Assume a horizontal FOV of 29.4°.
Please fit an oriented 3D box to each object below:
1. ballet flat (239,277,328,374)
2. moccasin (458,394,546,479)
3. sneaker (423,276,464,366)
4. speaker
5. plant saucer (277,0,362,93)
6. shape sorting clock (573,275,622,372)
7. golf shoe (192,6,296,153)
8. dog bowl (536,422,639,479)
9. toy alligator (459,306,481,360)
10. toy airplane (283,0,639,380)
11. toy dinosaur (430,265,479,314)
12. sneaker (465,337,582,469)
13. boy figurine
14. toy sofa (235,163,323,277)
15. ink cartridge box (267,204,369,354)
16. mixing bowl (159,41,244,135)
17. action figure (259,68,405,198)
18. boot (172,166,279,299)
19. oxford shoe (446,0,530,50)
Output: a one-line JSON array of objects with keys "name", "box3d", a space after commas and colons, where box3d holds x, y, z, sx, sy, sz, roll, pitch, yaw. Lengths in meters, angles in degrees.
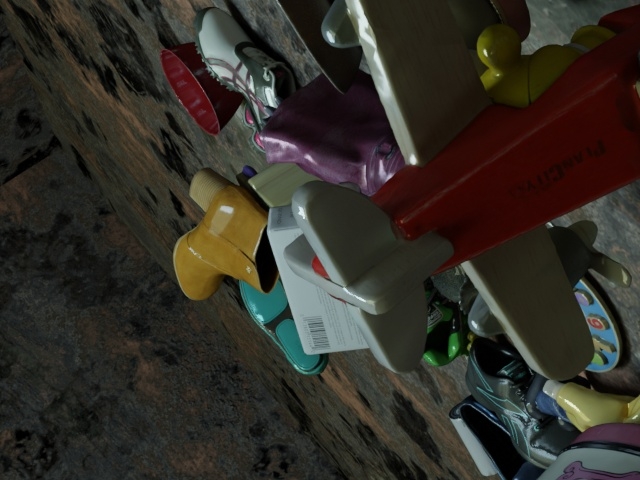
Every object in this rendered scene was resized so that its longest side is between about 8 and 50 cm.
[{"name": "ballet flat", "box3d": [-0.066, 0.147, 2.215, 0.247, 0.083, 0.087, 55, -179, 22]}, {"name": "moccasin", "box3d": [0.325, 0.377, 1.888, 0.342, 0.117, 0.137, 50, 130, 36]}, {"name": "sneaker", "box3d": [0.143, 0.048, 1.797, 0.343, 0.134, 0.146, 60, 180, -40]}, {"name": "speaker", "box3d": [0.286, 0.359, 2.207, 0.136, 0.055, 0.055, 60, 163, -19]}, {"name": "plant saucer", "box3d": [-0.030, -0.315, 1.408, 0.310, 0.050, 0.310, 57, -169, -17]}, {"name": "shape sorting clock", "box3d": [0.315, 0.091, 1.609, 0.206, 0.040, 0.206, 49, 163, 20]}, {"name": "golf shoe", "box3d": [-0.103, -0.278, 2.003, 0.120, 0.105, 0.272, -31, 92, 47]}, {"name": "dog bowl", "box3d": [0.432, 0.371, 1.456, 0.408, 0.150, 0.408, 29, 157, 14]}, {"name": "toy alligator", "box3d": [0.228, 0.165, 1.981, 0.056, 0.051, 0.189, 46, 162, 28]}, {"name": "toy airplane", "box3d": [0.136, -0.073, 1.040, 0.272, 0.385, 0.386, -116, 41, -59]}, {"name": "toy dinosaur", "box3d": [0.181, 0.024, 1.643, 0.313, 0.121, 0.160, 178, 81, -77]}, {"name": "sneaker", "box3d": [0.309, 0.247, 1.835, 0.267, 0.101, 0.106, 40, 155, 38]}, {"name": "boy figurine", "box3d": [0.372, 0.217, 1.567, 0.177, 0.092, 0.285, 23, 170, -17]}, {"name": "toy sofa", "box3d": [0.000, 0.000, 2.126, 0.177, 0.150, 0.362, 44, 162, 47]}, {"name": "ink cartridge box", "box3d": [0.072, 0.058, 1.978, 0.066, 0.261, 0.296, -85, -14, -46]}, {"name": "mixing bowl", "box3d": [-0.198, -0.290, 2.195, 0.181, 0.098, 0.181, 48, 162, 21]}, {"name": "action figure", "box3d": [0.095, -0.082, 1.522, 0.370, 0.248, 0.275, 33, 163, 43]}, {"name": "boot", "box3d": [-0.153, 0.038, 2.080, 0.211, 0.104, 0.295, 42, 139, 36]}, {"name": "oxford shoe", "box3d": [0.053, -0.279, 1.247, 0.348, 0.130, 0.123, 42, 162, 39]}]
